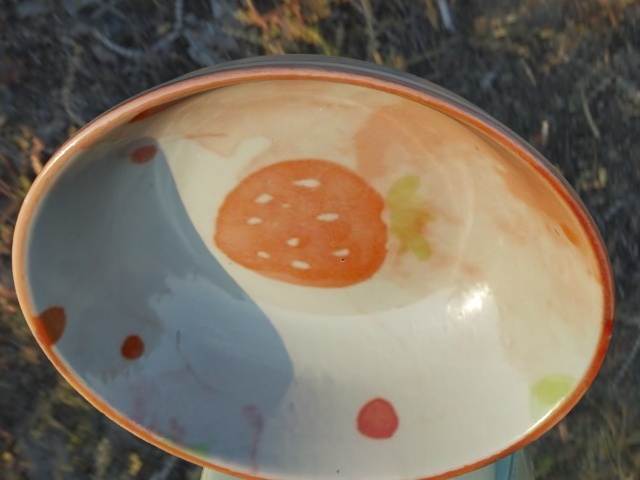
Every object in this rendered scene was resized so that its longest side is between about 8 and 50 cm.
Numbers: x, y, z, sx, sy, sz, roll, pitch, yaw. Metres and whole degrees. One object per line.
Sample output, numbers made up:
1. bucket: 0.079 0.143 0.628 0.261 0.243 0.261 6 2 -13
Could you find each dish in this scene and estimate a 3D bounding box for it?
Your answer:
1. dish: 0.000 0.000 0.802 0.260 0.260 0.085 -2 43 11

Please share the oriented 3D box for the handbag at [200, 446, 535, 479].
1. handbag: 0.023 0.224 1.252 0.256 0.079 0.219 1 62 23
